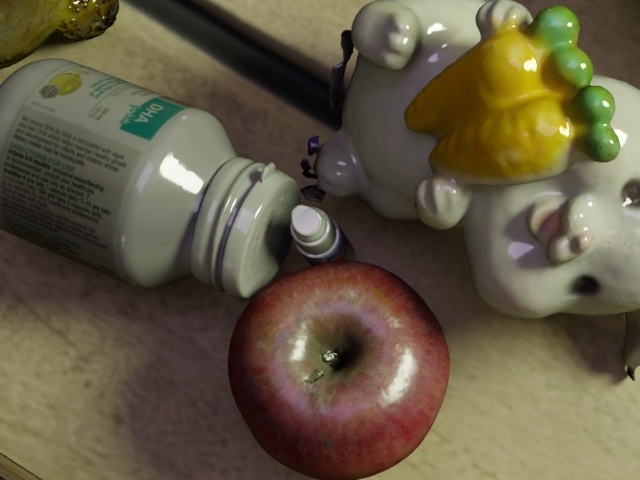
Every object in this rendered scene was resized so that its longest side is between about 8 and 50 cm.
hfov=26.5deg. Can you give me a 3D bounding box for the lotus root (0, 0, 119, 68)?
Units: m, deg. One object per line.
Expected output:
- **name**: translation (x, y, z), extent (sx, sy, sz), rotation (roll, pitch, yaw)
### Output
- **lotus root**: translation (-0.310, -0.205, 1.041), extent (0.309, 0.173, 0.173), rotation (0, 74, -3)

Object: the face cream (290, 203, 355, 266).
- **face cream**: translation (0.000, 0.000, 0.958), extent (0.034, 0.130, 0.034), rotation (-2, 77, 10)

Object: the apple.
- **apple**: translation (0.014, 0.091, 0.939), extent (0.153, 0.120, 0.153), rotation (0, 69, 1)

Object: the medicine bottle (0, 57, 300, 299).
- **medicine bottle**: translation (-0.128, -0.038, 0.968), extent (0.215, 0.135, 0.135), rotation (21, 77, 18)

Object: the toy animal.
- **toy animal**: translation (0.146, -0.043, 0.916), extent (0.310, 0.247, 0.183), rotation (31, 94, 27)

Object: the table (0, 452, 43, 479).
- **table**: translation (-0.202, 0.215, 0.913), extent (0.227, 0.167, 0.167), rotation (33, 79, 4)
